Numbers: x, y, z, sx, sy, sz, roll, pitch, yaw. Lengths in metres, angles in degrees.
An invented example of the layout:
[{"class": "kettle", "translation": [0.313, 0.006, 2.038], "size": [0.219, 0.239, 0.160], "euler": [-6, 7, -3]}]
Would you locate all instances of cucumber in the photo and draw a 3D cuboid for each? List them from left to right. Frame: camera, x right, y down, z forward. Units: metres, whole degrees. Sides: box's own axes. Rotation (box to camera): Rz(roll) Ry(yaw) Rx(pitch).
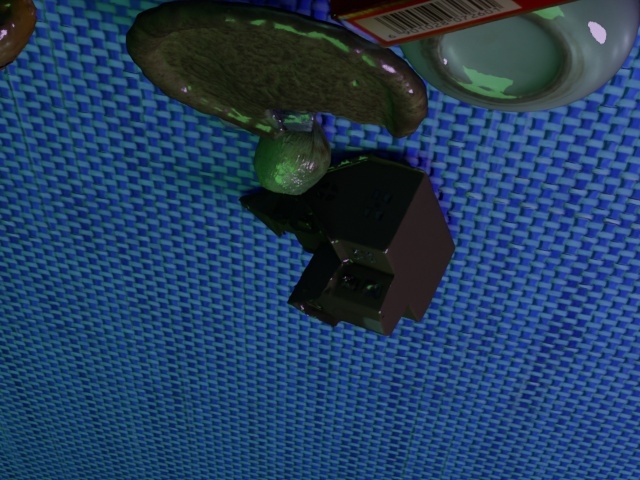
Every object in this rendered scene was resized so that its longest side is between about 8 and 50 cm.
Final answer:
[{"class": "cucumber", "translation": [-0.051, -0.145, 1.457], "size": [0.112, 0.064, 0.064], "euler": [4, 149, 13]}]

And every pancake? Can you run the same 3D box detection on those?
[{"class": "pancake", "translation": [-0.042, -0.148, 1.297], "size": [0.288, 0.033, 0.286], "euler": [16, 162, 1]}]

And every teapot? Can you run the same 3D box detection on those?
[{"class": "teapot", "translation": [0.200, -0.223, 1.128], "size": [0.318, 0.149, 0.220], "euler": [-12, 139, 36]}]

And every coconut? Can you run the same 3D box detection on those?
[{"class": "coconut", "translation": [-0.029, -0.095, 1.508], "size": [0.088, 0.096, 0.088], "euler": [23, -169, -5]}]

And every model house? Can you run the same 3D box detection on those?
[{"class": "model house", "translation": [0.000, 0.000, 1.610], "size": [0.248, 0.176, 0.181], "euler": [17, 155, 29]}]

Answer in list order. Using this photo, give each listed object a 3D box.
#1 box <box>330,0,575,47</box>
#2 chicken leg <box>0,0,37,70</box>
[{"class": "box", "translation": [0.155, -0.271, 0.997], "size": [0.313, 0.197, 0.089], "euler": [-9, 163, 32]}, {"class": "chicken leg", "translation": [-0.242, -0.254, 1.169], "size": [0.409, 0.295, 0.182], "euler": [9, 171, -16]}]
